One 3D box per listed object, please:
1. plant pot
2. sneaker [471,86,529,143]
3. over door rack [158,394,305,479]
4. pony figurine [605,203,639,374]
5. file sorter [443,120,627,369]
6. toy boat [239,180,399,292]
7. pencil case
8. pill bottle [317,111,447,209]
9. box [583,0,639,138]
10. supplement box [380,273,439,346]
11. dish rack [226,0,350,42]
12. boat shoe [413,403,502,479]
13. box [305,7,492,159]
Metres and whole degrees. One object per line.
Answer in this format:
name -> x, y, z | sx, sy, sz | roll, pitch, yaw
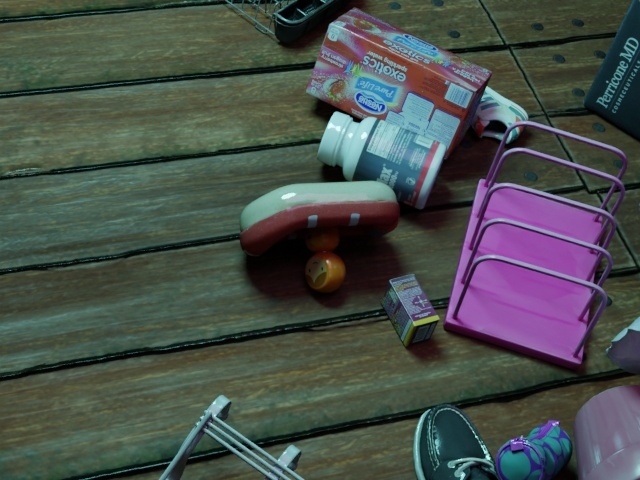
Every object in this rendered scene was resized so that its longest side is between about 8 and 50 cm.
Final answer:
plant pot -> 0.410, 0.291, 1.542 | 0.201, 0.201, 0.180 | 3, 37, -10
sneaker -> 0.259, -0.211, 1.976 | 0.161, 0.057, 0.075 | 29, 47, 8
over door rack -> -0.124, 0.376, 1.415 | 0.239, 0.108, 0.324 | 33, 67, 14
pony figurine -> 0.546, 0.085, 1.655 | 0.302, 0.351, 0.363 | -19, 52, 17
file sorter -> 0.321, -0.004, 1.747 | 0.202, 0.182, 0.291 | 17, 51, 2
toy boat -> 0.000, 0.000, 1.722 | 0.231, 0.151, 0.151 | -3, 82, -15
pencil case -> 0.276, 0.276, 1.549 | 0.064, 0.070, 0.151 | 3, 2, 25
pill bottle -> 0.092, -0.127, 1.842 | 0.180, 0.108, 0.108 | 21, 51, 6
box -> 0.748, -0.322, 1.897 | 0.471, 0.480, 0.297 | 36, 54, 16
supplement box -> 0.126, 0.099, 1.706 | 0.043, 0.055, 0.083 | -14, 57, -23
dish rack -> -0.087, -0.461, 2.087 | 0.271, 0.074, 0.208 | 38, 53, 17
boat shoe -> 0.197, 0.327, 1.518 | 0.114, 0.091, 0.303 | -7, 54, -17
box -> 0.124, -0.251, 1.914 | 0.257, 0.128, 0.122 | 26, 29, 9
